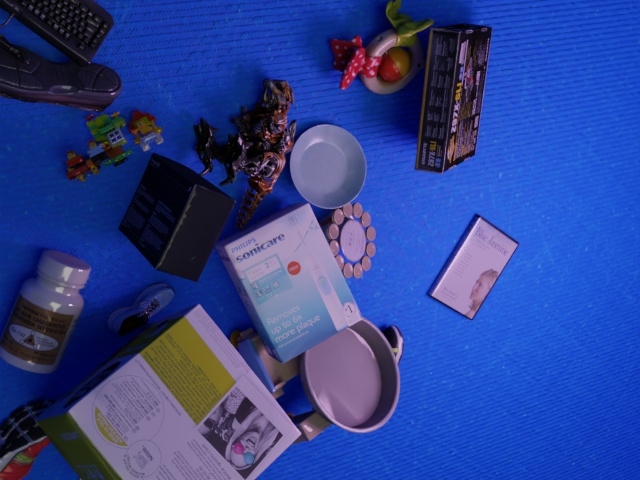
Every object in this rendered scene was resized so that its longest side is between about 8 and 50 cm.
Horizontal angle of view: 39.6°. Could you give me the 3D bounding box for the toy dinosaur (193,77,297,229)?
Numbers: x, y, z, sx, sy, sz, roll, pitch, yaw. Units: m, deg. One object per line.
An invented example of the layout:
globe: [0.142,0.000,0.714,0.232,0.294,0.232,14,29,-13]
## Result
toy dinosaur: [-0.138,-0.187,1.920,0.218,0.164,0.321,-1,88,-46]

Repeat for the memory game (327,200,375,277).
memory game: [0.073,-0.001,2.083,0.186,0.012,0.186,5,83,-50]

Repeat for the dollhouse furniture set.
dollhouse furniture set: [-0.078,0.321,2.187,0.286,0.198,0.303,-27,89,-43]

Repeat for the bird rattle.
bird rattle: [0.151,-0.410,2.008,0.253,0.143,0.207,-45,140,-4]

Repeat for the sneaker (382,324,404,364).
sneaker: [0.132,0.322,2.291,0.097,0.084,0.234,21,97,-32]

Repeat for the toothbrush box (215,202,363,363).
toothbrush box: [-0.071,0.091,1.992,0.216,0.126,0.295,-27,98,-15]

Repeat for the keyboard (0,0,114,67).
keyboard: [-0.546,-0.428,1.613,0.317,0.033,0.201,36,72,-27]

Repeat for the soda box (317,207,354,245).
soda box: [0.000,0.000,2.112,0.183,0.058,0.063,-40,122,-12]

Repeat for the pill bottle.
pill bottle: [-0.558,0.142,1.810,0.131,0.131,0.229,20,98,-33]

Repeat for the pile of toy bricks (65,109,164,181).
pile of toy bricks: [-0.430,-0.208,1.779,0.212,0.118,0.105,-28,88,-7]

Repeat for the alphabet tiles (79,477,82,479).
alphabet tiles: [-0.422,0.592,2.022,0.278,0.021,0.284,18,102,6]

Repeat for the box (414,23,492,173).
box: [0.312,-0.336,2.071,0.257,0.079,0.322,-28,127,-58]

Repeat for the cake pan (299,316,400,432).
cake pan: [0.066,0.319,2.134,0.293,0.054,0.293,17,61,-33]

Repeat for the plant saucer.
plant saucer: [0.012,-0.168,2.047,0.195,0.037,0.195,1,87,-25]

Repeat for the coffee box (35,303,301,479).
coffee box: [-0.318,0.377,1.801,0.334,0.338,0.338,-40,97,-29]

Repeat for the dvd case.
dvd case: [0.415,0.076,2.394,0.180,0.022,0.253,30,92,-34]

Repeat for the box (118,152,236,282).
box: [-0.297,-0.051,1.805,0.103,0.261,0.184,19,98,-33]

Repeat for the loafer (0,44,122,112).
loafer: [-0.533,-0.294,1.682,0.303,0.109,0.095,5,146,-30]

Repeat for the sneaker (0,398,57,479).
sneaker: [-0.647,0.450,1.915,0.279,0.107,0.118,-36,140,-9]

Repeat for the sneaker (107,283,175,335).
sneaker: [-0.384,0.159,1.948,0.162,0.073,0.063,-37,122,-12]
